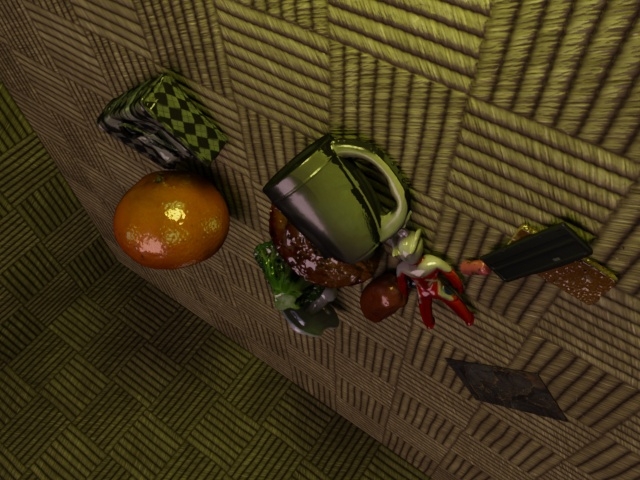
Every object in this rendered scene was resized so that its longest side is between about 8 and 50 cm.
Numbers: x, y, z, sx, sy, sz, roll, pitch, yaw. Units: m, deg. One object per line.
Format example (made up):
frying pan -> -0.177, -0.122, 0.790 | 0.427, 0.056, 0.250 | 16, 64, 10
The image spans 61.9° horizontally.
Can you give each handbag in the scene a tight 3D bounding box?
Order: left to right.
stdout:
handbag -> -0.521, -0.365, 1.774 | 0.416, 0.180, 0.316 | 3, 148, 49

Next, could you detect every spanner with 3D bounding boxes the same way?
spanner -> 0.244, 0.061, 1.547 | 0.054, 0.015, 0.255 | -3, 129, 30

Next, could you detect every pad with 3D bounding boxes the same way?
pad -> 0.613, 0.497, 1.793 | 0.367, 0.007, 0.248 | -4, 130, 54

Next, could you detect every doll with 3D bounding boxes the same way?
doll -> 0.299, 0.109, 1.505 | 0.188, 0.099, 0.384 | -9, 130, 31

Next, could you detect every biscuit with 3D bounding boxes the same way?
biscuit -> 0.532, 0.054, 1.198 | 0.230, 0.025, 0.131 | 33, 153, 14

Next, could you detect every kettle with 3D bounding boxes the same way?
kettle -> 0.069, -0.101, 1.375 | 0.320, 0.228, 0.324 | -33, 106, 25

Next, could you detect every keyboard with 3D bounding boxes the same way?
keyboard -> 0.489, 0.021, 1.147 | 0.103, 0.041, 0.381 | 42, 160, -5

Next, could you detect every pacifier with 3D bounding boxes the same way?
pacifier -> -0.021, 0.239, 2.042 | 0.238, 0.287, 0.226 | 48, 115, 21

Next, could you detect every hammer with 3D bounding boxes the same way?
hammer -> 0.401, 0.070, 1.378 | 0.083, 0.043, 0.043 | -7, 128, 53

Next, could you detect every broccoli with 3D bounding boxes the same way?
broccoli -> -0.084, 0.113, 1.841 | 0.307, 0.275, 0.308 | 3, 128, 4

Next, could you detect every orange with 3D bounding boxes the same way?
orange -> -0.546, -0.085, 1.972 | 0.423, 0.424, 0.326 | 18, 123, 37

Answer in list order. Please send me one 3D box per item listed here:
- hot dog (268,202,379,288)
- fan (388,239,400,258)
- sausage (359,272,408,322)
hot dog -> 0.000, 0.000, 1.631 | 0.387, 0.174, 0.267 | 43, 140, -7
fan -> 0.240, 0.035, 1.554 | 0.282, 0.023, 0.057 | 51, 153, -23
sausage -> 0.198, 0.183, 1.717 | 0.133, 0.133, 0.258 | 38, 158, 4
